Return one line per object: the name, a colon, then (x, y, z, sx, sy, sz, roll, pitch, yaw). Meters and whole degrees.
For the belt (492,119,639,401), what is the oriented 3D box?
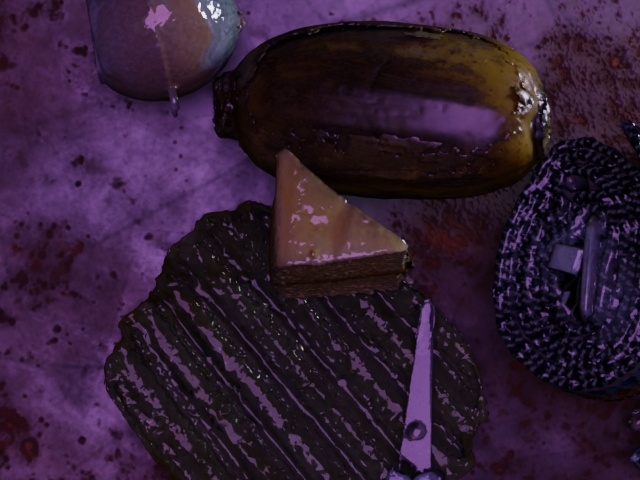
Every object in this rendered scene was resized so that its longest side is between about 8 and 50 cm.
belt: (0.310, 0.031, 1.850, 0.206, 0.160, 0.295, -4, 75, 27)

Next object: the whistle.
whistle: (-0.190, -0.300, 1.882, 0.189, 0.189, 0.348, -15, 73, -1)

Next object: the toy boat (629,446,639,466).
toy boat: (0.413, 0.278, 1.887, 0.137, 0.060, 0.061, 39, 65, -1)

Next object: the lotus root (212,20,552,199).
lotus root: (0.062, -0.144, 1.849, 0.397, 0.179, 0.196, 3, 67, 15)

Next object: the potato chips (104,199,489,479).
potato chips: (-0.027, 0.161, 1.892, 0.358, 0.070, 0.429, -42, 88, -6)

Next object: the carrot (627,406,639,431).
carrot: (0.512, 0.170, 1.896, 0.336, 0.069, 0.069, -13, 86, -4)

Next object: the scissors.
scissors: (0.105, 0.243, 1.846, 0.191, 0.029, 0.360, 6, 84, 0)

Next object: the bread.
bread: (0.000, 0.000, 1.760, 0.142, 0.266, 0.178, -37, 80, -8)
